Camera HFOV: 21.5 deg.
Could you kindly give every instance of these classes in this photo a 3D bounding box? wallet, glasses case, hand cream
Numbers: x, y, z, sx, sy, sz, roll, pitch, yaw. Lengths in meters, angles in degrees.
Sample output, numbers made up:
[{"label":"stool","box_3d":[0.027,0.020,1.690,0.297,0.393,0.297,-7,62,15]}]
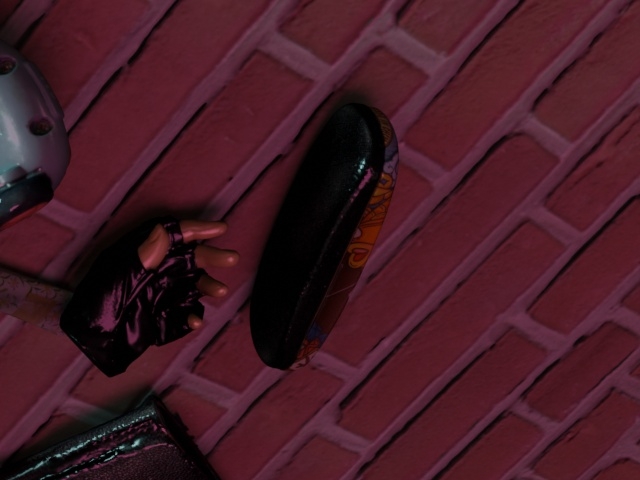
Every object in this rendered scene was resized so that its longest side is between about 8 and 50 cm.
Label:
[{"label":"wallet","box_3d":[-0.236,0.312,2.023,0.221,0.071,0.262,-27,136,3]},{"label":"glasses case","box_3d":[0.000,0.000,1.818,0.082,0.122,0.321,8,124,-27]},{"label":"hand cream","box_3d":[-0.336,0.056,1.810,0.194,0.042,0.067,24,115,-36]}]

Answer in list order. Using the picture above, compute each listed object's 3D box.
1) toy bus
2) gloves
[{"label":"toy bus","box_3d":[-0.372,-0.072,1.595,0.288,0.232,0.194,-31,91,3]},{"label":"gloves","box_3d":[-0.179,0.049,1.809,0.203,0.124,0.164,-44,152,-9]}]
